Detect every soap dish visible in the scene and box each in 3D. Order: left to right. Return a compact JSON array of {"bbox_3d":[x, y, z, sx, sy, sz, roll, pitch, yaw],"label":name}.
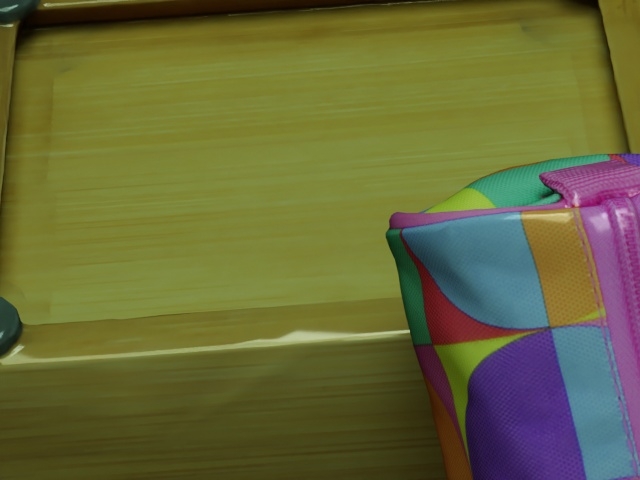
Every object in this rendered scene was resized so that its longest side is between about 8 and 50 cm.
[{"bbox_3d":[0.000,0.000,0.689,0.290,0.118,0.229,-4,47,2],"label":"soap dish"}]

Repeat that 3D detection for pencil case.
[{"bbox_3d":[0.088,0.093,0.535,0.104,0.104,0.236,-14,88,-9],"label":"pencil case"}]
